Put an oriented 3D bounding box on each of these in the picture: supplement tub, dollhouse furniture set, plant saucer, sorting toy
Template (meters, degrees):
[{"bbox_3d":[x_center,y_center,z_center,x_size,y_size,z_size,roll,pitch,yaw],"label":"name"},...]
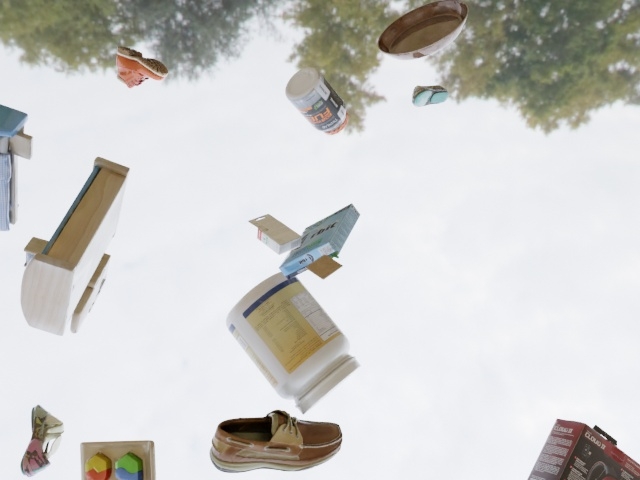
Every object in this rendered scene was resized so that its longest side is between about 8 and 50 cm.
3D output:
[{"bbox_3d":[-0.068,0.262,1.528,0.228,0.228,0.316,-30,-106,-38],"label":"supplement tub"},{"bbox_3d":[-0.449,-0.009,0.785,0.303,0.286,0.198,20,-138,-10],"label":"dollhouse furniture set"},{"bbox_3d":[0.185,-0.371,1.059,0.168,0.029,0.168,-20,-142,17],"label":"plant saucer"},{"bbox_3d":[-0.004,-0.390,1.687,0.117,0.190,0.117,-18,-126,27],"label":"supplement tub"},{"bbox_3d":[-0.423,0.515,1.224,0.208,0.193,0.038,-9,171,23],"label":"sorting toy"},{"bbox_3d":[0.017,0.050,1.228,0.083,0.012,0.062,-33,-137,-30],"label":"sorting toy"}]

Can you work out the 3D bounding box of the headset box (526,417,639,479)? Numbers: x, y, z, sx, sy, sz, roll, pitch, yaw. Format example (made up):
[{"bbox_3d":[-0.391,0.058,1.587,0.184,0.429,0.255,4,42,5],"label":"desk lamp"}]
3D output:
[{"bbox_3d":[0.610,0.575,1.373,0.218,0.110,0.293,36,-107,-8],"label":"headset box"}]

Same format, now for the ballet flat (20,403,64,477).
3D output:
[{"bbox_3d":[-0.661,0.473,1.427,0.079,0.077,0.221,-12,-154,-13],"label":"ballet flat"}]

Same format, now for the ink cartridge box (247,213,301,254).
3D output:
[{"bbox_3d":[-0.102,-0.015,1.294,0.063,0.029,0.115,-22,-137,-38],"label":"ink cartridge box"}]

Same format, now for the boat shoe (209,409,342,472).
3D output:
[{"bbox_3d":[-0.102,0.477,1.432,0.324,0.120,0.122,-2,-155,-17],"label":"boat shoe"}]

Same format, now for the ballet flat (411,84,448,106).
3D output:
[{"bbox_3d":[0.193,-0.270,1.098,0.041,0.041,0.114,34,-148,31],"label":"ballet flat"}]

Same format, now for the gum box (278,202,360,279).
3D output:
[{"bbox_3d":[0.000,0.000,1.395,0.041,0.157,0.184,53,-145,-14],"label":"gum box"}]

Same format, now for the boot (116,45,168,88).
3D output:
[{"bbox_3d":[-0.415,-0.385,1.372,0.158,0.085,0.059,29,-158,29],"label":"boot"}]
